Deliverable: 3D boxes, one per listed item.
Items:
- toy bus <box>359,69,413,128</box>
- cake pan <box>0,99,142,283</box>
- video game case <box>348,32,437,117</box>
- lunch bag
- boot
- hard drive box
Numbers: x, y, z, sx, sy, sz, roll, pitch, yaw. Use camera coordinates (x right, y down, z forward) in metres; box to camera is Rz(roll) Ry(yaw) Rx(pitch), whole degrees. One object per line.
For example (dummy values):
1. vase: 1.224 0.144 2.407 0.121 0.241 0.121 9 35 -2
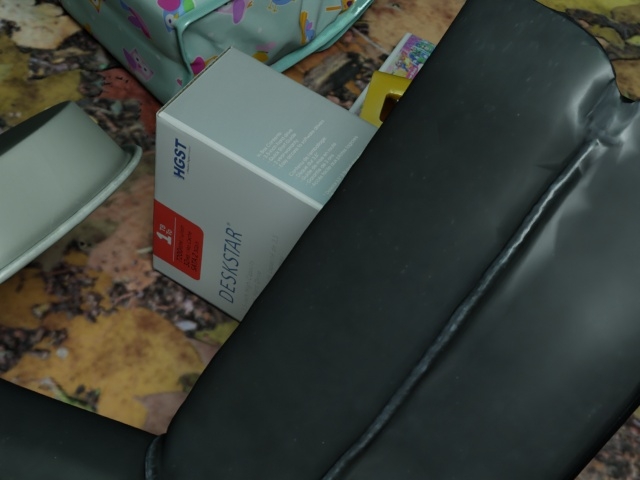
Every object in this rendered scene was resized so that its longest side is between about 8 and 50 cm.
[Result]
1. toy bus: 0.116 -0.065 0.851 0.202 0.104 0.191 -27 66 -18
2. cake pan: -0.248 0.002 0.662 0.293 0.293 0.054 -43 109 -33
3. video game case: 0.108 -0.111 0.958 0.143 0.019 0.157 27 54 11
4. lunch bag: -0.084 -0.259 0.951 0.262 0.160 0.223 -37 66 -24
5. boot: -0.028 0.042 0.587 0.367 0.146 0.445 40 100 8
6. hard drive box: 0.000 0.000 0.754 0.232 0.181 0.089 31 55 14
